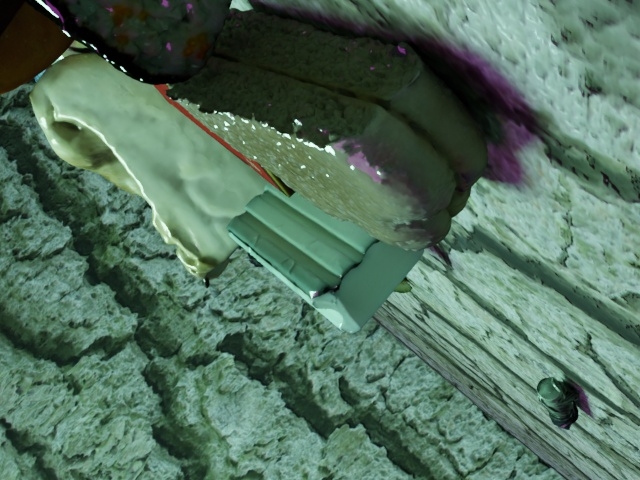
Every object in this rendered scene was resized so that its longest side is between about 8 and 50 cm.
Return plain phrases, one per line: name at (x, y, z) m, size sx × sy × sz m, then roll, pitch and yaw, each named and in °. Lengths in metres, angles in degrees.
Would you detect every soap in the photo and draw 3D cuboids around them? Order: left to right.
soap at (0.000, 0.000, 1.268) m, size 0.094 × 0.150 × 0.261 m, roll 49°, pitch 172°, yaw -38°

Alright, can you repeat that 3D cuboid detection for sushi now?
sushi at (-0.165, -0.214, 0.710) m, size 0.225 × 0.136 × 0.126 m, roll 39°, pitch -174°, yaw -42°

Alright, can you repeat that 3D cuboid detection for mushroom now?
mushroom at (-0.242, -0.155, 1.491) m, size 0.397 × 0.224 × 0.313 m, roll 42°, pitch -170°, yaw -23°

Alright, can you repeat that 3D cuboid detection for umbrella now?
umbrella at (0.328, 0.218, 1.340) m, size 0.046 × 0.050 × 0.188 m, roll 62°, pitch -173°, yaw 29°

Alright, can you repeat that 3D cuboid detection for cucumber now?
cucumber at (0.101, 0.053, 1.653) m, size 0.067 × 0.035 × 0.107 m, roll 43°, pitch 177°, yaw -37°

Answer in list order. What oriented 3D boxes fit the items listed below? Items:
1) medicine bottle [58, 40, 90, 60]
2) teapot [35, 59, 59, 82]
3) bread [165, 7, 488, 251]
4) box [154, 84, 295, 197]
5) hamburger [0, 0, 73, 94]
medicine bottle at (-0.330, -0.311, 1.350) m, size 0.108 × 0.108 × 0.426 m, roll 42°, pitch 174°, yaw -14°
teapot at (-0.494, -0.367, 1.902) m, size 0.232 × 0.159 × 0.159 m, roll 44°, pitch 176°, yaw 18°
bread at (0.015, -0.080, 0.749) m, size 0.183 × 0.102 × 0.337 m, roll 39°, pitch 175°, yaw -35°
box at (-0.121, -0.166, 1.193) m, size 0.240 × 0.074 × 0.153 m, roll 38°, pitch 170°, yaw 26°
hamburger at (-0.345, -0.272, 0.832) m, size 0.225 × 0.291 × 0.291 m, roll 43°, pitch 178°, yaw 46°
